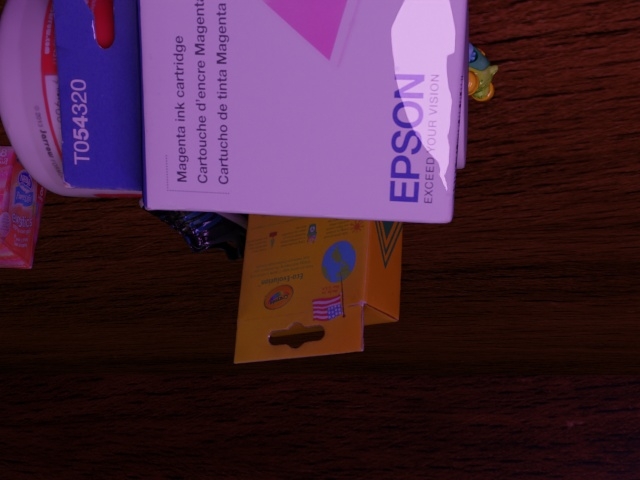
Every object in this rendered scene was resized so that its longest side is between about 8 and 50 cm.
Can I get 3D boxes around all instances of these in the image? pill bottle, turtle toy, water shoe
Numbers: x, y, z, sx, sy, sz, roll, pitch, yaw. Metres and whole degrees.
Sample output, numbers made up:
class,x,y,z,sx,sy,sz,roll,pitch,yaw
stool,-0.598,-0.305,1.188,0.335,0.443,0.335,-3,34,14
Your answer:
class,x,y,z,sx,sy,sz,roll,pitch,yaw
pill bottle,-0.068,-0.153,0.792,0.408,0.229,0.229,1,159,11
turtle toy,0.126,-0.181,0.899,0.130,0.066,0.095,-3,-178,24
water shoe,-0.202,-0.022,1.375,0.203,0.080,0.073,17,156,-30

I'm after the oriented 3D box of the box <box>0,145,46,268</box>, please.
class,x,y,z,sx,sy,sz,roll,pitch,yaw
box,-0.597,-0.055,1.285,0.300,0.154,0.142,2,159,5

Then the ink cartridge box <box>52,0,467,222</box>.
class,x,y,z,sx,sy,sz,roll,pitch,yaw
ink cartridge box,-0.057,-0.181,0.624,0.330,0.324,0.071,2,-164,6

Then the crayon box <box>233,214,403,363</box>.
class,x,y,z,sx,sy,sz,roll,pitch,yaw
crayon box,0.000,0.000,1.052,0.202,0.318,0.081,-10,154,36
